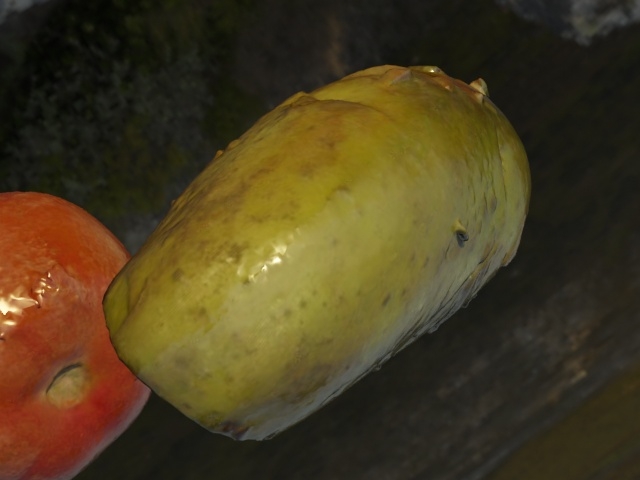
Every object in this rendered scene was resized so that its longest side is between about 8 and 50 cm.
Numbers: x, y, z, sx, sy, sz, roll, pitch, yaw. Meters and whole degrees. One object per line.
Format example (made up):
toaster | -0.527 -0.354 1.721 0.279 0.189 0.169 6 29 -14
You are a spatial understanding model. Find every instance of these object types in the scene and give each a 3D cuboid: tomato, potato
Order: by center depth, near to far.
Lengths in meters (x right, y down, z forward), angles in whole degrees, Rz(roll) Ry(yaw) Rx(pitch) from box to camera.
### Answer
potato | 0.000 0.000 0.688 0.298 0.141 0.176 -27 153 -52
tomato | -0.219 0.067 0.954 0.208 0.184 0.208 -19 120 -36
